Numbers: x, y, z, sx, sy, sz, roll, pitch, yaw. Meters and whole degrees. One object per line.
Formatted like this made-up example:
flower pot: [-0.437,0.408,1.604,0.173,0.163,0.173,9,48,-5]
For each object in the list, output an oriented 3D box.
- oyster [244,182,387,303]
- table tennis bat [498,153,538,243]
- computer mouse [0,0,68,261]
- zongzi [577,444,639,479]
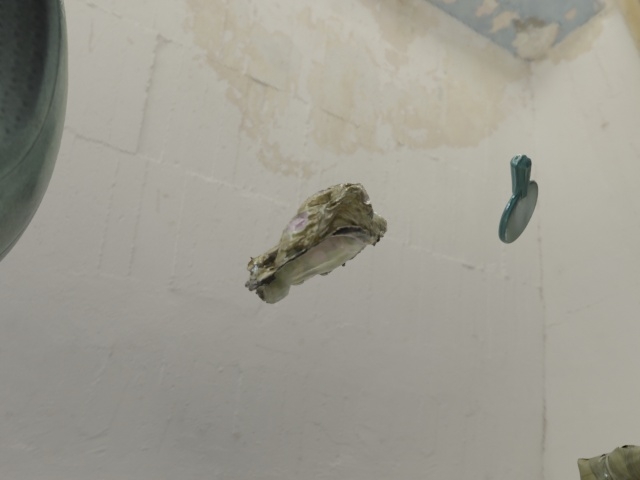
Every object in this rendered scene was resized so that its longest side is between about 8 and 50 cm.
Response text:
oyster: [0.000,0.000,0.682,0.191,0.163,0.081,0,-126,-51]
table tennis bat: [0.358,-0.075,1.124,0.033,0.201,0.124,28,-117,33]
computer mouse: [-0.262,-0.128,0.456,0.121,0.188,0.371,5,-102,-52]
zongzi: [0.620,0.434,1.157,0.204,0.204,0.094,17,-133,-9]
